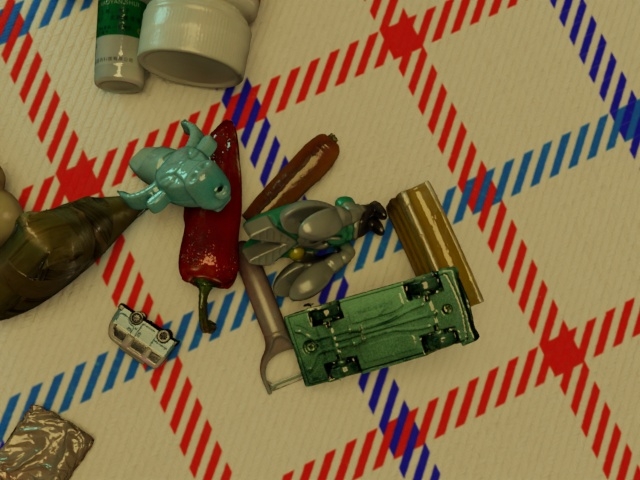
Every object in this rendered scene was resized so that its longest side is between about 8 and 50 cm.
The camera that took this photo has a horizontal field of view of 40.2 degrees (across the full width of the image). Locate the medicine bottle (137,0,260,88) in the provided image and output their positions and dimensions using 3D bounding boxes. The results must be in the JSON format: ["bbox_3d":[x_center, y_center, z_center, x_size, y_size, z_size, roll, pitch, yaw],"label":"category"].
[{"bbox_3d":[-0.204,-0.479,1.563,0.211,0.211,0.372,8,81,-3],"label":"medicine bottle"}]

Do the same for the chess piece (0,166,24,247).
[{"bbox_3d":[-0.626,-0.114,1.524,0.167,0.167,0.300,-32,92,-8],"label":"chess piece"}]

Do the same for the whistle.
[{"bbox_3d":[-0.243,-0.113,1.508,0.274,0.093,0.186,22,67,43],"label":"whistle"}]

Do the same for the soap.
[{"bbox_3d":[0.199,0.020,1.551,0.073,0.140,0.232,-23,84,-6],"label":"soap"}]

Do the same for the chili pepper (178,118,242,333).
[{"bbox_3d":[-0.188,-0.032,1.549,0.110,0.110,0.388,5,73,-3],"label":"chili pepper"}]

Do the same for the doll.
[{"bbox_3d":[-0.005,-0.015,1.521,0.258,0.153,0.195,-33,130,-5],"label":"doll"}]

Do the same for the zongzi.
[{"bbox_3d":[-0.453,0.021,1.547,0.260,0.289,0.123,-39,85,33],"label":"zongzi"}]

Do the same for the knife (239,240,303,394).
[{"bbox_3d":[-0.086,0.124,1.565,0.123,0.053,0.278,-21,85,-12],"label":"knife"}]

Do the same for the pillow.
[{"bbox_3d":[-0.510,0.412,1.496,0.135,0.049,0.248,32,78,6],"label":"pillow"}]

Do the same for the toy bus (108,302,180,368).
[{"bbox_3d":[-0.317,0.170,1.538,0.123,0.060,0.075,34,84,-1],"label":"toy bus"}]

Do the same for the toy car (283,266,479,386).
[{"bbox_3d":[0.101,0.142,1.486,0.320,0.097,0.142,-18,89,19],"label":"toy car"}]

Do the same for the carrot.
[{"bbox_3d":[-0.048,-0.109,1.593,0.067,0.067,0.225,44,83,3],"label":"carrot"}]

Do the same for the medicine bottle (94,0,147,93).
[{"bbox_3d":[-0.363,-0.405,1.602,0.095,0.095,0.260,2,80,-3],"label":"medicine bottle"}]
